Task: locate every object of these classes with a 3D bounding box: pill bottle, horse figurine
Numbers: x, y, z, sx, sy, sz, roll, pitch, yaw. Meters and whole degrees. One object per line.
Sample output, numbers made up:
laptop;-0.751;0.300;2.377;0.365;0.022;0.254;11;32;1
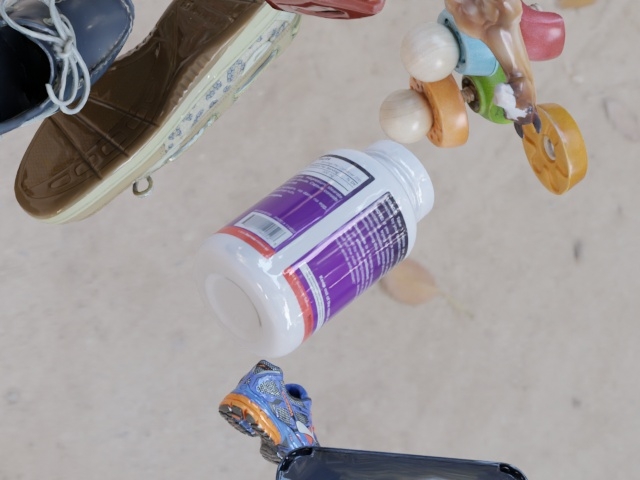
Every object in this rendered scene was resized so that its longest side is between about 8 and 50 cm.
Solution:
pill bottle;0.000;0.000;1.855;0.323;0.181;0.181;-37;107;-31
horse figurine;0.090;-0.218;1.034;0.174;0.066;0.263;32;29;-54

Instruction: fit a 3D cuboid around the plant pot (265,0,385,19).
plant pot;-0.027;-0.289;0.859;0.272;0.272;0.265;15;89;-35

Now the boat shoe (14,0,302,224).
boat shoe;-0.122;-0.110;1.140;0.285;0.104;0.089;-44;145;-6

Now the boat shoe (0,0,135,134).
boat shoe;-0.218;-0.128;1.016;0.254;0.079;0.095;-33;107;-42

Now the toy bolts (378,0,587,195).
toy bolts;0.162;-0.147;1.462;0.158;0.228;0.218;-21;56;-14

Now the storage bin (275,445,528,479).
storage bin;0.055;0.221;1.004;0.180;0.084;0.122;5;67;3

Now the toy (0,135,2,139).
toy;-0.351;-0.088;1.156;0.137;0.056;0.237;34;26;-9

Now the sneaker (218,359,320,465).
sneaker;-0.035;0.218;1.677;0.087;0.083;0.221;-60;145;-19
